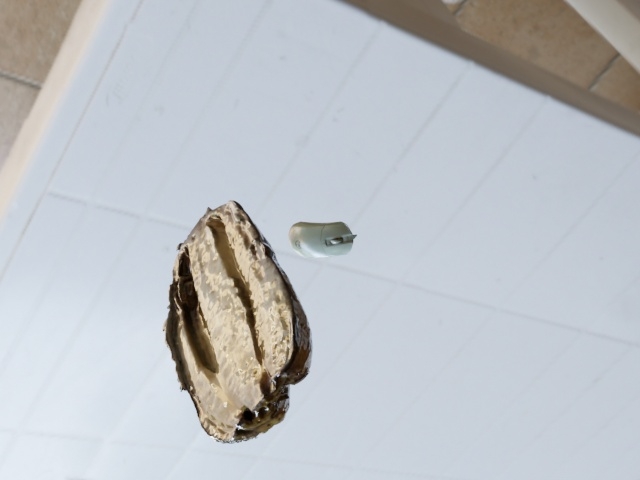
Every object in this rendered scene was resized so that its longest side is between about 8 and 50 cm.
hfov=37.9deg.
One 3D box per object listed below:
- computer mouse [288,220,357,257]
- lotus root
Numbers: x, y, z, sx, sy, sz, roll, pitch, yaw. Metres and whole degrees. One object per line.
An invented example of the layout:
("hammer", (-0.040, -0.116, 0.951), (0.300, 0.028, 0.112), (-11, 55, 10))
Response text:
("computer mouse", (0.000, 0.000, 1.376), (0.110, 0.032, 0.055), (-3, 110, 23))
("lotus root", (-0.082, 0.078, 0.965), (0.078, 0.329, 0.167), (34, 108, -33))
